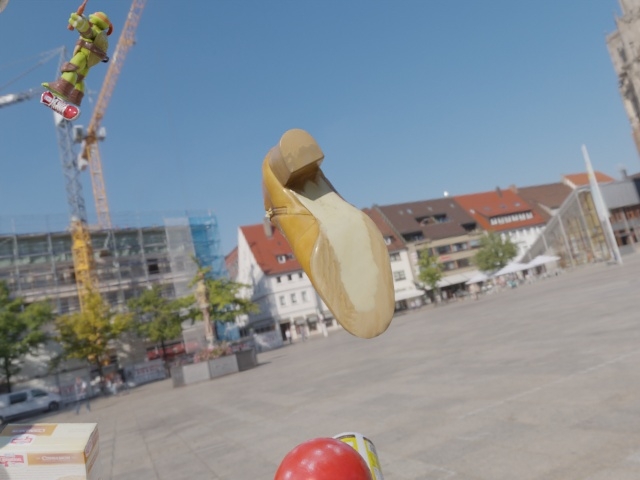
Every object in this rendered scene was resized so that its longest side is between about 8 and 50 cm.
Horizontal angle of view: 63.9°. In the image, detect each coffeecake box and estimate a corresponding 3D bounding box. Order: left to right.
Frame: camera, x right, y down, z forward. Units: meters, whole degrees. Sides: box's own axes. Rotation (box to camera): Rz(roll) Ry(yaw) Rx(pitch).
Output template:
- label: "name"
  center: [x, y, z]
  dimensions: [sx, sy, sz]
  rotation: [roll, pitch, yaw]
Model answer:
- label: "coffeecake box"
  center: [-0.436, 0.393, 0.830]
  dimensions: [0.142, 0.185, 0.068]
  rotation: [2, 17, -6]

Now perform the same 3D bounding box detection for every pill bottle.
- label: "pill bottle"
  center: [0.066, 0.472, 0.962]
  dimensions: [0.117, 0.117, 0.215]
  rotation: [-13, 19, -1]

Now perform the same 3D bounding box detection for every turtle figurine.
- label: "turtle figurine"
  center: [-0.500, -0.398, 1.098]
  dimensions: [0.087, 0.217, 0.269]
  rotation: [25, -2, -21]

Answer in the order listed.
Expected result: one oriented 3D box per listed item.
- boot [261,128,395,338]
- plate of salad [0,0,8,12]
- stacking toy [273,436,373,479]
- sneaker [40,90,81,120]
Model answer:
- label: "boot"
  center: [-0.001, 0.000, 0.732]
  dimensions: [0.104, 0.295, 0.211]
  rotation: [-22, -7, -14]
- label: "plate of salad"
  center: [-0.570, -0.445, 0.790]
  dimensions: [0.200, 0.199, 0.048]
  rotation: [-19, 26, 32]
- label: "stacking toy"
  center: [0.066, 0.294, 0.373]
  dimensions: [0.141, 0.330, 0.141]
  rotation: [-27, -34, -20]
- label: "sneaker"
  center: [-0.682, -0.353, 1.340]
  dimensions: [0.118, 0.042, 0.067]
  rotation: [23, -12, 29]
